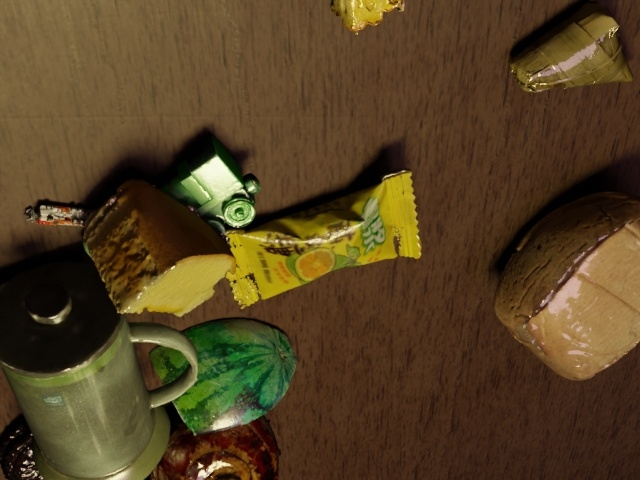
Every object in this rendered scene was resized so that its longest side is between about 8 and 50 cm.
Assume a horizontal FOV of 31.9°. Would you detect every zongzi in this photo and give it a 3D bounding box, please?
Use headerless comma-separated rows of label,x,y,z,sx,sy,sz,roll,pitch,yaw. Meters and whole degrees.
zongzi,0.360,-0.239,1.592,0.160,0.078,0.176,-30,144,8

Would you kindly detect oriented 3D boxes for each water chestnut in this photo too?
water chestnut,-0.173,0.363,1.829,0.224,0.238,0.223,1,104,4

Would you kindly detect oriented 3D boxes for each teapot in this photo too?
teapot,-0.302,0.179,1.518,0.270,0.200,0.337,-9,139,-3

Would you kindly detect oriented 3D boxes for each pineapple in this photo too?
pineapple,0.056,-0.324,1.339,0.116,0.069,0.137,31,103,-41

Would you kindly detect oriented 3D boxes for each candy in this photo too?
candy,0.000,0.000,1.628,0.297,0.081,0.187,-15,139,0

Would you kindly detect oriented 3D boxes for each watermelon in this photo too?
watermelon,-0.131,0.212,1.715,0.231,0.146,0.128,-14,138,-14

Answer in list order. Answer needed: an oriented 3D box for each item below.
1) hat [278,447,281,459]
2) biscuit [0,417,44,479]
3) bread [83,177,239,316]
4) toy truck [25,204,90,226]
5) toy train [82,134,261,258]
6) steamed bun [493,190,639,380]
hat,-0.149,0.420,1.998,0.175,0.085,0.147,-37,161,-27
biscuit,-0.406,0.328,1.746,0.194,0.053,0.194,-16,139,-15
bread,-0.200,0.019,1.434,0.140,0.169,0.160,-43,146,17
toy truck,-0.335,-0.031,1.436,0.083,0.024,0.032,4,159,-37
toy train,-0.199,-0.028,1.480,0.251,0.085,0.119,-33,123,10
steamed bun,0.433,0.056,1.862,0.301,0.199,0.251,-46,121,6
